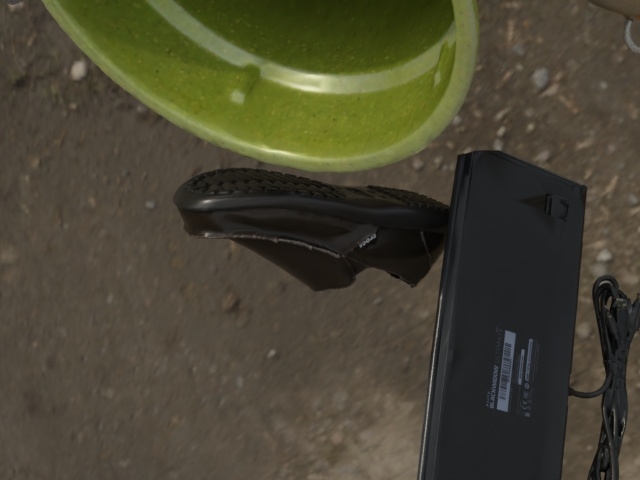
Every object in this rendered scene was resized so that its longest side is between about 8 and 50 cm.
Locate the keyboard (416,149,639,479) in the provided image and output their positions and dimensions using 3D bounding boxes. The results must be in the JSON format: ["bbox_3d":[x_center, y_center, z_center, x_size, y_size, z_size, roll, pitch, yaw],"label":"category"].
[{"bbox_3d":[0.152,0.103,0.942,0.201,0.033,0.317,19,72,-31],"label":"keyboard"}]

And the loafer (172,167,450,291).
[{"bbox_3d":[0.000,0.000,0.924,0.220,0.080,0.078,6,102,-27],"label":"loafer"}]

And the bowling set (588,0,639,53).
[{"bbox_3d":[0.293,-0.210,0.732,0.154,0.200,0.287,18,105,-37],"label":"bowling set"}]

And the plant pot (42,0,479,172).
[{"bbox_3d":[0.002,-0.224,0.757,0.276,0.276,0.254,30,57,-2],"label":"plant pot"}]

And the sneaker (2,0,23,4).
[{"bbox_3d":[-0.181,-0.118,0.263,0.321,0.124,0.180,-11,95,-8],"label":"sneaker"}]
